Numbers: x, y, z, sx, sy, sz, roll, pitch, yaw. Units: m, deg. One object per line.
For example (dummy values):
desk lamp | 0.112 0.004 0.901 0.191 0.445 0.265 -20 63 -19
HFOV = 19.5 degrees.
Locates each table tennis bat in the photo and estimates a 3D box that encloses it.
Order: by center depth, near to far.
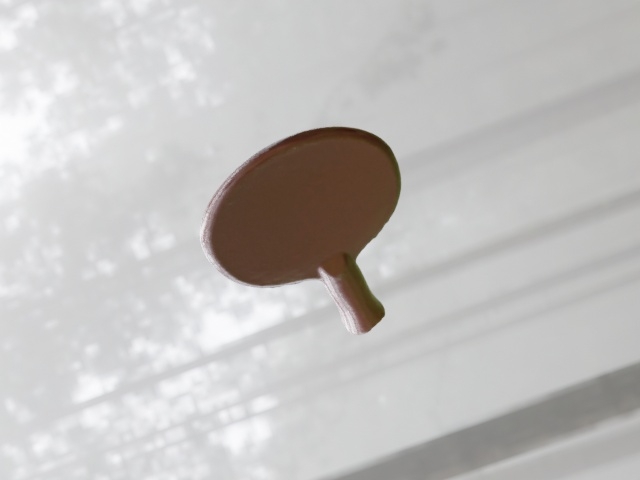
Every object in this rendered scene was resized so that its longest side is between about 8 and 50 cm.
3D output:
table tennis bat | 0.000 0.000 0.870 0.019 0.098 0.155 60 180 36
